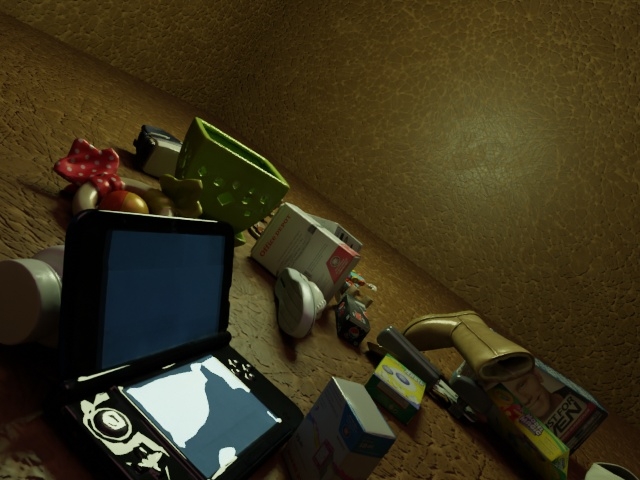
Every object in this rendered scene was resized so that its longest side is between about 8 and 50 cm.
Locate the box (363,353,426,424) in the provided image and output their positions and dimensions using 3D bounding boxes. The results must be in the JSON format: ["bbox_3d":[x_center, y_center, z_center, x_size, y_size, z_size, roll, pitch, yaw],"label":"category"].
[{"bbox_3d":[0.152,0.285,0.964,0.105,0.043,0.179,37,9,13],"label":"box"}]

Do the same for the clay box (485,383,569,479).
[{"bbox_3d":[0.446,0.426,1.042,0.222,0.053,0.128,47,-20,50],"label":"clay box"}]

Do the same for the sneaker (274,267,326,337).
[{"bbox_3d":[-0.030,0.123,0.980,0.091,0.094,0.258,27,12,-15],"label":"sneaker"}]

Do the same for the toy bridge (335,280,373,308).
[{"bbox_3d":[0.072,0.145,1.264,0.026,0.063,0.188,44,4,38],"label":"toy bridge"}]

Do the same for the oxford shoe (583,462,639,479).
[{"bbox_3d":[0.543,0.517,0.897,0.169,0.130,0.449,42,14,26],"label":"oxford shoe"}]

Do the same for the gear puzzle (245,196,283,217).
[{"bbox_3d":[-0.198,-0.147,1.542,0.338,0.044,0.175,32,-30,-16],"label":"gear puzzle"}]

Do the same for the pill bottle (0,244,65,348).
[{"bbox_3d":[-0.257,0.059,0.541,0.108,0.108,0.193,37,11,16],"label":"pill bottle"}]

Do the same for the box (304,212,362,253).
[{"bbox_3d":[0.000,0.000,1.364,0.169,0.087,0.290,19,-4,19],"label":"box"}]

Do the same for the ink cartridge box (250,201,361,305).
[{"bbox_3d":[-0.037,0.036,1.169,0.217,0.159,0.092,38,9,16],"label":"ink cartridge box"}]

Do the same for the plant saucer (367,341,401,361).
[{"bbox_3d":[0.137,0.250,1.078,0.083,0.015,0.083,27,-15,8],"label":"plant saucer"}]

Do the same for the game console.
[{"bbox_3d":[-0.123,0.112,0.540,0.250,0.173,0.293,37,11,16],"label":"game console"}]

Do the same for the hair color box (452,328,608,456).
[{"bbox_3d":[0.539,0.400,1.269,0.347,0.174,0.105,33,12,-7],"label":"hair color box"}]

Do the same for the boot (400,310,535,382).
[{"bbox_3d":[0.334,0.255,1.169,0.269,0.236,0.089,-116,-171,-76],"label":"boot"}]

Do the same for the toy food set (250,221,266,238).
[{"bbox_3d":[-0.146,-0.019,1.404,0.192,0.039,0.132,34,11,-3],"label":"toy food set"}]

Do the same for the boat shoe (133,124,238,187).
[{"bbox_3d":[-0.366,-0.222,1.387,0.340,0.127,0.158,24,21,-44],"label":"boat shoe"}]

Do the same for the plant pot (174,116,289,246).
[{"bbox_3d":[-0.238,-0.127,1.150,0.228,0.207,0.227,28,12,-29],"label":"plant pot"}]

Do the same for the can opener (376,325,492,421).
[{"bbox_3d":[0.259,0.290,1.109,0.283,0.095,0.076,44,12,15],"label":"can opener"}]

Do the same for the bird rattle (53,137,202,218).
[{"bbox_3d":[-0.339,-0.072,0.850,0.253,0.143,0.207,27,29,-20],"label":"bird rattle"}]

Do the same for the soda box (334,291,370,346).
[{"bbox_3d":[0.073,0.182,1.147,0.060,0.053,0.169,33,11,-8],"label":"soda box"}]

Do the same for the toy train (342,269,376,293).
[{"bbox_3d":[0.092,0.131,1.458,0.125,0.046,0.166,43,17,33],"label":"toy train"}]

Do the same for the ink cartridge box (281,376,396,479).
[{"bbox_3d":[0.017,0.236,0.558,0.052,0.123,0.088,23,14,-31],"label":"ink cartridge box"}]
